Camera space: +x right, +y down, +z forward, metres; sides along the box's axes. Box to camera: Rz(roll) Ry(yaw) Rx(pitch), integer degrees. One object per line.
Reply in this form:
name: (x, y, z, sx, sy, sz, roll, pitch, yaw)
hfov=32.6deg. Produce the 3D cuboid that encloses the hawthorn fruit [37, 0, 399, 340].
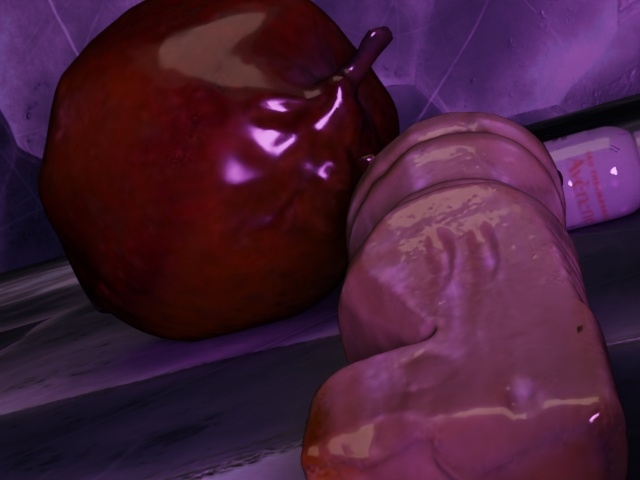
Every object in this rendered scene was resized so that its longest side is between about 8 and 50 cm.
hawthorn fruit: (-0.075, -0.062, 0.918, 0.325, 0.308, 0.308, 21, 31, 39)

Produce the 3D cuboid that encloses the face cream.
face cream: (0.186, -0.043, 0.932, 0.269, 0.082, 0.082, -15, 6, 17)

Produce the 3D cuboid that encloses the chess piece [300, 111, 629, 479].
chess piece: (0.069, 0.034, 0.519, 0.137, 0.137, 0.301, -16, 17, 9)
